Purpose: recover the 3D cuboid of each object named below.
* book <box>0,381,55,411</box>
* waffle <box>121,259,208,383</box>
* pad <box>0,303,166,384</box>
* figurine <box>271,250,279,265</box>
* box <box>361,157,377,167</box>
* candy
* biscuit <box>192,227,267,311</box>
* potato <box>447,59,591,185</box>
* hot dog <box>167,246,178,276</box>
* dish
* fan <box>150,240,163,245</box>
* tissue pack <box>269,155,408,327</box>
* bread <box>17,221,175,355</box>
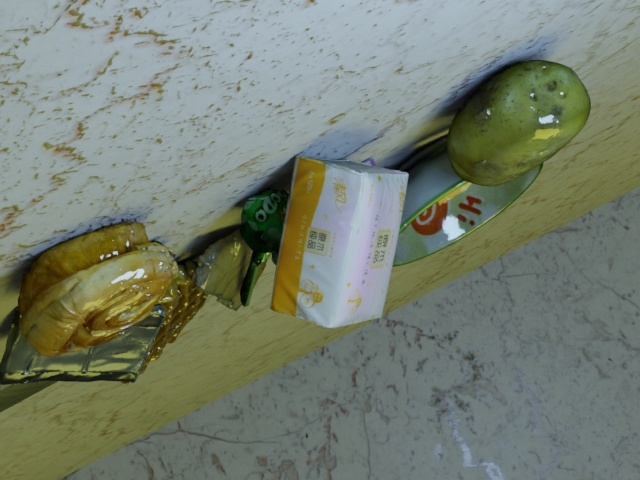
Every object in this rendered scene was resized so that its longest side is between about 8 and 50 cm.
[{"bbox_3d":[-0.578,0.285,2.330,0.282,0.025,0.215,-29,170,15],"label":"book"},{"bbox_3d":[-0.272,0.137,2.109,0.253,0.056,0.249,-48,169,3],"label":"waffle"},{"bbox_3d":[-0.362,0.157,1.958,0.233,0.022,0.174,1,134,-29],"label":"pad"},{"bbox_3d":[-0.002,0.002,2.131,0.178,0.114,0.144,3,150,19],"label":"figurine"},{"bbox_3d":[0.036,-0.085,2.035,0.117,0.036,0.050,-25,168,-7],"label":"box"},{"bbox_3d":[-0.095,0.024,2.003,0.097,0.097,0.323,-22,158,-23],"label":"candy"},{"bbox_3d":[-0.131,0.040,2.101,0.141,0.038,0.290,-50,164,-4],"label":"biscuit"},{"bbox_3d":[0.287,-0.174,1.923,0.197,0.148,0.228,-38,174,-15],"label":"potato"},{"bbox_3d":[-0.265,0.052,1.911,0.133,0.056,0.041,-27,161,19],"label":"hot dog"},{"bbox_3d":[0.207,-0.095,2.193,0.324,0.124,0.324,-29,164,-9],"label":"dish"},{"bbox_3d":[-0.280,0.060,1.873,0.155,0.082,0.039,-39,176,3],"label":"fan"},{"bbox_3d":[0.029,0.000,1.876,0.124,0.225,0.185,14,-172,22],"label":"tissue pack"},{"bbox_3d":[-0.303,0.069,1.729,0.198,0.120,0.236,-22,167,-32],"label":"bread"}]
